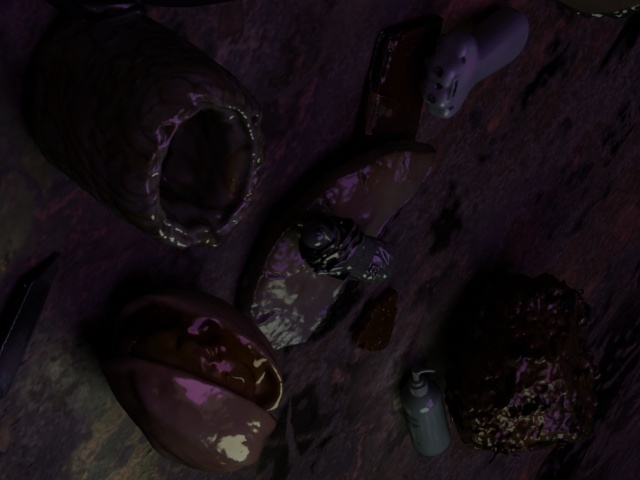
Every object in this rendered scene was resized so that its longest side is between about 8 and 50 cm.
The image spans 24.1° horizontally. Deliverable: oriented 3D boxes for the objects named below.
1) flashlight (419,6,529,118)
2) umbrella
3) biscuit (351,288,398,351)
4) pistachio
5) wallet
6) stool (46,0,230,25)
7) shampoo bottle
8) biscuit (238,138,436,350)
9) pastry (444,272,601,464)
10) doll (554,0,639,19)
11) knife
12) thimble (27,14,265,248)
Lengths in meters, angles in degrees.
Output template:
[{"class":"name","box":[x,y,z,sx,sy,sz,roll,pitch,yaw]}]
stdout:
[{"class":"flashlight","box":[0.160,-0.194,1.559,0.200,0.047,0.093,-39,148,-50]},{"class":"umbrella","box":[0.025,0.010,1.483,0.067,0.062,0.143,-23,152,24]},{"class":"biscuit","box":[0.068,0.100,1.777,0.082,0.016,0.092,-51,152,-18]},{"class":"pistachio","box":[-0.121,0.129,1.407,0.157,0.157,0.229,-50,145,-10]},{"class":"wallet","box":[0.078,-0.141,1.536,0.095,0.026,0.176,-21,136,-43]},{"class":"stool","box":[-0.098,-0.241,1.041,0.228,0.139,0.153,-16,170,-9]},{"class":"shampoo bottle","box":[0.133,0.214,1.953,0.056,0.056,0.195,-45,148,-19]},{"class":"biscuit","box":[0.001,0.001,1.529,0.290,0.038,0.141,-52,143,6]},{"class":"pastry","box":[0.277,0.172,1.960,0.275,0.193,0.275,-50,152,-38]},{"class":"doll","box":[0.323,-0.368,1.481,0.349,0.247,0.247,-38,147,-45]},{"class":"knife","box":[-0.272,0.112,1.276,0.230,0.028,0.060,-64,163,8]},{"class":"thimble","box":[-0.132,-0.080,1.160,0.137,0.143,0.190,-43,149,-23]}]
